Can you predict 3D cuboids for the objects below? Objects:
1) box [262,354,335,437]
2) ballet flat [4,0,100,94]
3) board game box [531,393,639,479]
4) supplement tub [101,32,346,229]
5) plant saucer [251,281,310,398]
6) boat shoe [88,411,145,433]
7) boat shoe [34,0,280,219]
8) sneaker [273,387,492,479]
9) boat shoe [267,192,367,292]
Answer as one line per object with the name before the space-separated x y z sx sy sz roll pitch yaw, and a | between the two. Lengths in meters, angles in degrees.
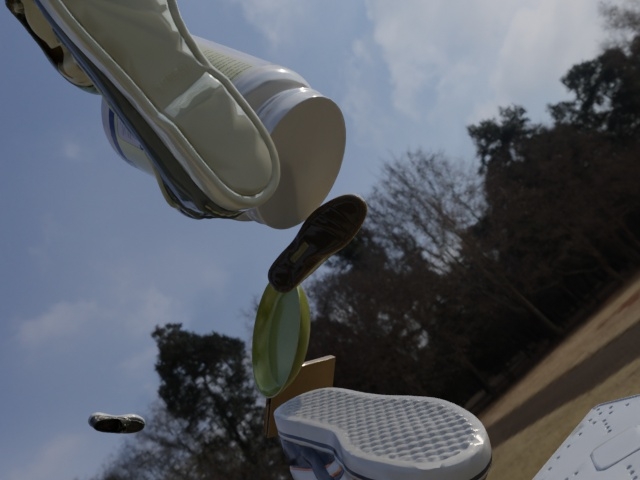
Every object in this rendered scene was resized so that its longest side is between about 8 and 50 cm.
box | -0.048 0.372 1.497 0.201 0.021 0.165 -5 -74 -42
ballet flat | -0.307 -0.233 0.736 0.070 0.070 0.188 -42 -41 -9
board game box | 0.584 0.415 1.187 0.389 0.050 0.390 -32 -9 -31
supplement tub | -0.148 -0.170 0.947 0.235 0.324 0.236 -37 -38 -37
plant saucer | -0.073 0.180 1.189 0.037 0.241 0.241 10 -47 -24
boat shoe | -0.485 0.444 1.488 0.142 0.040 0.049 18 -88 -36
boat shoe | -0.160 -0.149 0.502 0.099 0.320 0.116 -20 20 46
sneaker | 0.064 0.234 0.637 0.126 0.128 0.321 -18 2 -27
boat shoe | 0.000 0.000 0.920 0.190 0.068 0.072 -41 -11 20
